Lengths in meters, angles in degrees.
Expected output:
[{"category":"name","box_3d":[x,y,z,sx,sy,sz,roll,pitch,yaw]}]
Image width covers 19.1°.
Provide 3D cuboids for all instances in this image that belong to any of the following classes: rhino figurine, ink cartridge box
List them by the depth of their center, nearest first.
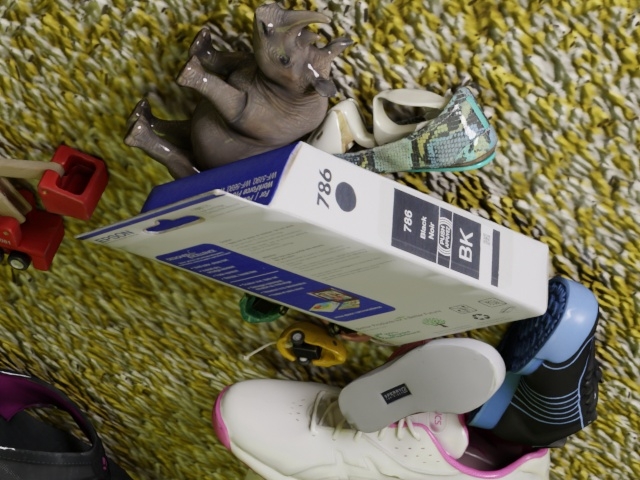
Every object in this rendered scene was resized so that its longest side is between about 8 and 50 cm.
[{"category":"rhino figurine","box_3d":[-0.052,-0.103,1.364,0.106,0.073,0.243,32,143,-14]},{"category":"ink cartridge box","box_3d":[0.000,0.000,1.392,0.332,0.065,0.165,20,156,-41]}]

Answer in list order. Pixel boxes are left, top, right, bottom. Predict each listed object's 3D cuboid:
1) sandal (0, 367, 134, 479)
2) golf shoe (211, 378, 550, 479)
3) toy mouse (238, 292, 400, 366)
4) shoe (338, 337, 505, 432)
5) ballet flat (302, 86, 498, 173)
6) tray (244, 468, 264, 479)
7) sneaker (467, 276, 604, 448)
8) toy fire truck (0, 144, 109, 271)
[{"category":"sandal","box_3d":[-0.324,0.185,1.850,0.445,0.168,0.107,37,126,-23]},{"category":"golf shoe","box_3d":[0.060,0.169,1.677,0.306,0.115,0.140,17,136,-6]},{"category":"toy mouse","box_3d":[-0.010,0.056,1.604,0.161,0.031,0.143,4,144,23]},{"category":"shoe","box_3d":[0.097,0.106,1.568,0.178,0.081,0.063,-24,97,45]},{"category":"ballet flat","box_3d":[0.041,-0.077,1.374,0.188,0.070,0.070,-9,137,34]},{"category":"tray","box_3d":[0.062,0.251,1.790,0.270,0.030,0.145,20,118,1]},{"category":"sneaker","box_3d":[0.193,0.103,1.528,0.090,0.081,0.232,18,153,-5]},{"category":"toy fire truck","box_3d":[-0.270,-0.035,1.599,0.192,0.047,0.135,14,146,11]}]
